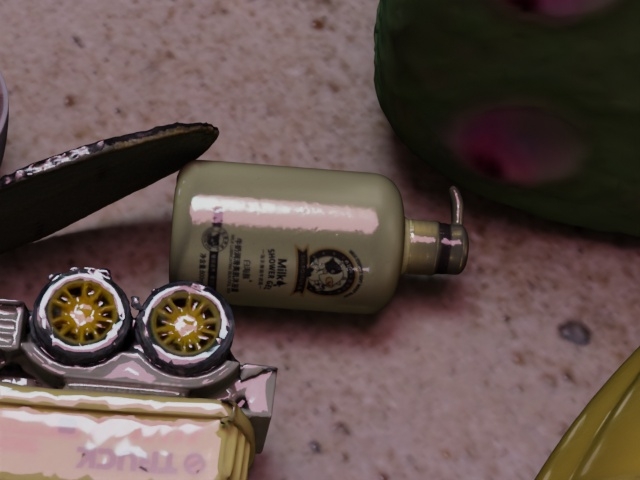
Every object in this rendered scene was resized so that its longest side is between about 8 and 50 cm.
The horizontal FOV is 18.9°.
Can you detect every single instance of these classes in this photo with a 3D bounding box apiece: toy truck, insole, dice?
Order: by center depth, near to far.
[{"bbox_3d":[-0.162,0.102,0.939,0.272,0.124,0.157,6,64,-5],"label":"toy truck"},{"bbox_3d":[-0.214,0.006,1.008,0.348,0.119,0.009,-21,76,-14],"label":"insole"},{"bbox_3d":[0.208,-0.208,1.068,0.330,0.322,0.318,8,54,2],"label":"dice"}]

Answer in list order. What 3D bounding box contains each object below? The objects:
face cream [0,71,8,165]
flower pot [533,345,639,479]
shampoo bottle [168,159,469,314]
[{"bbox_3d":[-0.230,-0.063,1.057,0.117,0.104,0.117,2,53,-3],"label":"face cream"},{"bbox_3d":[0.201,0.129,0.921,0.195,0.195,0.179,22,43,10],"label":"flower pot"},{"bbox_3d":[0.000,0.000,1.048,0.162,0.079,0.079,5,54,-2],"label":"shampoo bottle"}]
